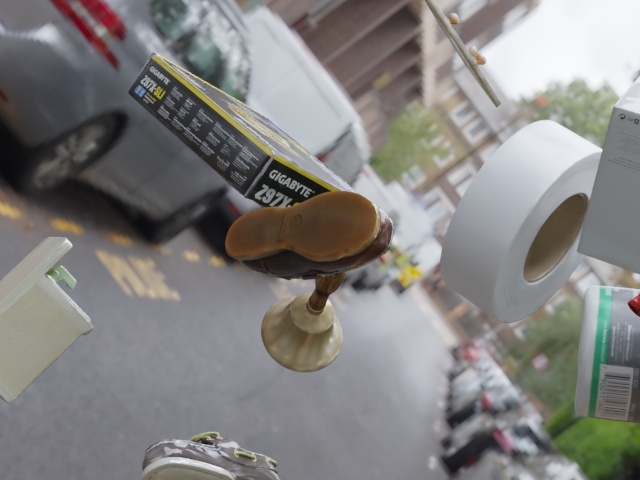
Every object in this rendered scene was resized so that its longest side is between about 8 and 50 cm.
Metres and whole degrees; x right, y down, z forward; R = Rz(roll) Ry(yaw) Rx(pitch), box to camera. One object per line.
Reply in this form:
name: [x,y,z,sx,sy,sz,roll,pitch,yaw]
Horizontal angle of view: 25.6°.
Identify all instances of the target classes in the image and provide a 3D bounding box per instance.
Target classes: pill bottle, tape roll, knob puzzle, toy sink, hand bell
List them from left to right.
toy sink: [-0.441,0.121,2.149,0.131,0.234,0.153,49,-17,-17]
hand bell: [-0.001,0.085,2.016,0.126,0.126,0.242,54,-28,16]
knob puzzle: [0.219,-0.320,2.214,0.213,0.030,0.213,55,8,-11]
tape roll: [0.297,-0.026,1.996,0.100,0.286,0.286,34,-7,29]
pill bottle: [0.571,0.183,2.116,0.204,0.361,0.204,5,90,-80]

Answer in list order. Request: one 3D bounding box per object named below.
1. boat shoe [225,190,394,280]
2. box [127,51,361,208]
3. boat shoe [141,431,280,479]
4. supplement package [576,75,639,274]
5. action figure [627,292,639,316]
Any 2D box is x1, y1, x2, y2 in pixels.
boat shoe: [0.000,0.000,1.340,0.073,0.073,0.207,32,-21,-36]
box: [-0.090,-0.122,1.983,0.257,0.079,0.322,29,9,-48]
boat shoe: [-0.153,0.332,2.017,0.324,0.117,0.096,34,37,-52]
supplement package: [0.443,-0.069,1.706,0.194,0.203,0.149,21,33,20]
action figure: [0.541,0.012,1.920,0.091,0.280,0.139,34,-5,35]
